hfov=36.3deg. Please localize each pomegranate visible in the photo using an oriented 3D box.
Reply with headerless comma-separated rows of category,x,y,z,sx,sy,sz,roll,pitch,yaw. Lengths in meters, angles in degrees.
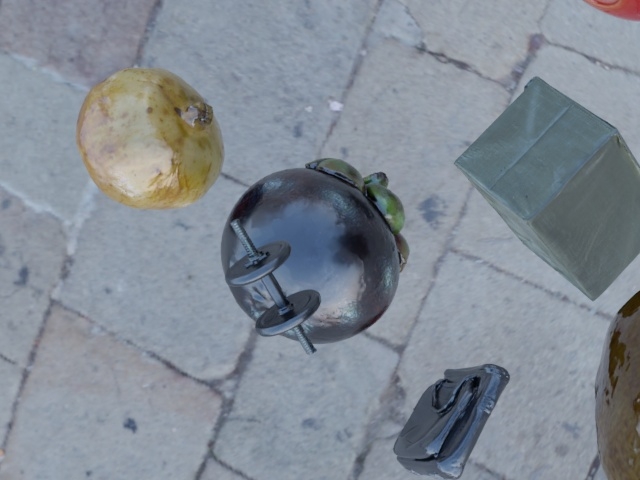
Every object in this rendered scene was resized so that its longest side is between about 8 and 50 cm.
pomegranate,-0.272,-0.165,1.586,0.248,0.248,0.248,2,94,23

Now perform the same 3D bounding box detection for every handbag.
handbag,0.251,0.348,1.913,0.088,0.275,0.244,34,75,-2

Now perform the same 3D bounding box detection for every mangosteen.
mangosteen,-0.011,0.010,1.551,0.300,0.300,0.300,2,94,23

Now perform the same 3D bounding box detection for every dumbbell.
dumbbell,-0.043,0.044,0.894,0.069,0.069,0.147,-22,107,23

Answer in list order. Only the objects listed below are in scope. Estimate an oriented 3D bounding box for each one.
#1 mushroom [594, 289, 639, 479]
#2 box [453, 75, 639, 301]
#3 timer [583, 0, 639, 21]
mushroom,0.398,0.165,0.807,0.346,0.345,0.259,-4,120,23
box,0.303,-0.062,1.214,0.149,0.231,0.155,-46,48,3
timer,0.578,-0.578,1.784,0.378,0.378,0.279,39,86,16
